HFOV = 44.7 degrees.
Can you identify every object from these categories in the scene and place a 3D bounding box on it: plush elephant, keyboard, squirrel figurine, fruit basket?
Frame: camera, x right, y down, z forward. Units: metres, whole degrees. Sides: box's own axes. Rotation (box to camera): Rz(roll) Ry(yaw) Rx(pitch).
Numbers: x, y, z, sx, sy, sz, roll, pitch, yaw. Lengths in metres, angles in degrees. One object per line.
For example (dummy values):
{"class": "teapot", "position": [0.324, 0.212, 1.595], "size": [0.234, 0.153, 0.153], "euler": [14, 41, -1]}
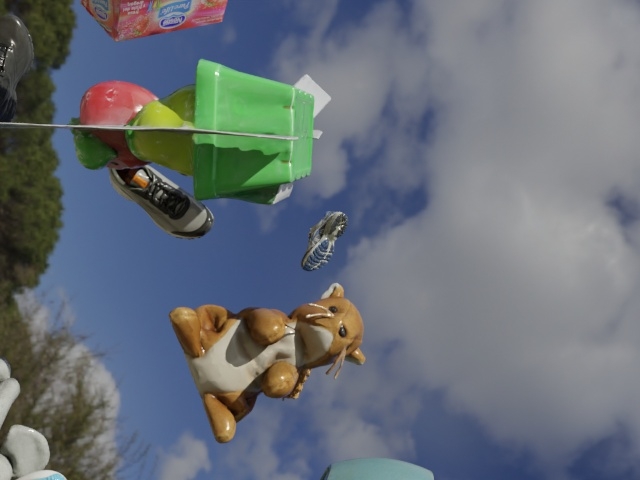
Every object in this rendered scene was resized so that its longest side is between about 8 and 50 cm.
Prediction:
{"class": "plush elephant", "position": [-0.704, 0.412, 1.552], "size": [0.330, 0.272, 0.255], "euler": [5, -67, 59]}
{"class": "keyboard", "position": [-0.057, -0.236, 1.469], "size": [0.072, 0.256, 0.014], "euler": [46, -46, -10]}
{"class": "squirrel figurine", "position": [-0.098, 0.227, 1.685], "size": [0.397, 0.371, 0.280], "euler": [126, -58, -78]}
{"class": "fruit basket", "position": [-0.187, -0.124, 0.957], "size": [0.327, 0.353, 0.165], "euler": [-54, 141, -81]}

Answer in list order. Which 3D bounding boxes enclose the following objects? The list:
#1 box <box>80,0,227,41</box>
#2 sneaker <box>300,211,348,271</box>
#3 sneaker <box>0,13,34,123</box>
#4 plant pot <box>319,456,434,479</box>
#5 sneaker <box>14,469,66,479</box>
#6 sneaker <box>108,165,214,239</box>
{"class": "box", "position": [-0.364, -0.568, 1.746], "size": [0.154, 0.300, 0.142], "euler": [47, -42, 21]}
{"class": "sneaker", "position": [0.000, 0.000, 1.538], "size": [0.058, 0.052, 0.135], "euler": [26, -102, 47]}
{"class": "sneaker", "position": [-0.792, -0.420, 1.923], "size": [0.130, 0.109, 0.286], "euler": [-82, -177, -89]}
{"class": "plant pot", "position": [0.078, 0.562, 1.587], "size": [0.290, 0.196, 0.290], "euler": [-64, 179, -3]}
{"class": "sneaker", "position": [-0.489, 0.428, 1.288], "size": [0.229, 0.092, 0.087], "euler": [-36, -78, 29]}
{"class": "sneaker", "position": [-0.352, -0.094, 1.679], "size": [0.272, 0.100, 0.108], "euler": [33, -11, 7]}
